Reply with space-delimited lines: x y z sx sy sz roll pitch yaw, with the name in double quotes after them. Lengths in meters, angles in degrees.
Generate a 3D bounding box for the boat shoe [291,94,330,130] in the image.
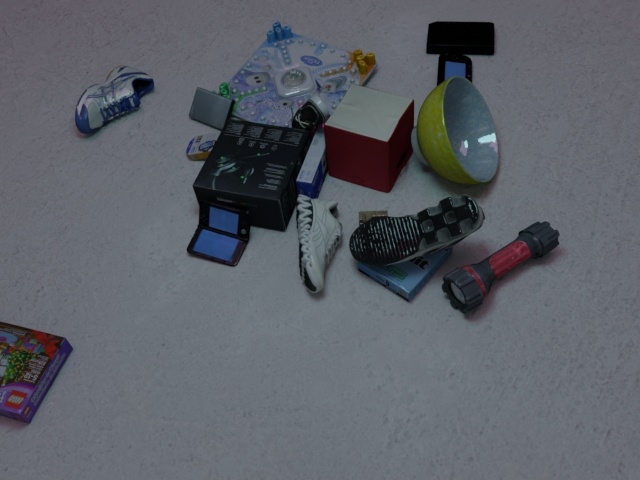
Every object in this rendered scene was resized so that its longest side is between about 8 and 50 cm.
-0.031 -0.331 1.923 0.070 0.219 0.078 -38 94 -11 "boat shoe"

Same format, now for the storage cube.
0.132 -0.277 1.911 0.215 0.193 0.184 20 56 20 "storage cube"

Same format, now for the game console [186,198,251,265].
-0.261 -0.021 1.812 0.144 0.124 0.085 16 33 11 "game console"

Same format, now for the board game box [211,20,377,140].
-0.083 -0.498 2.181 0.390 0.050 0.390 24 62 22 "board game box"

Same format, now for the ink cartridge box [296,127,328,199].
-0.013 -0.201 1.928 0.046 0.097 0.207 10 53 13 "ink cartridge box"

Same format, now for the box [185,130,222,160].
-0.324 -0.274 2.051 0.136 0.028 0.081 -7 48 26 "box"

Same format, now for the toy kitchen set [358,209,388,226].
0.135 -0.045 1.804 0.075 0.068 0.083 -2 52 5 "toy kitchen set"

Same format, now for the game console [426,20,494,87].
0.433 -0.562 2.199 0.213 0.044 0.361 3 53 9 "game console"

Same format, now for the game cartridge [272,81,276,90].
-0.108 -0.482 2.216 0.083 0.017 0.056 8 56 12 "game cartridge"

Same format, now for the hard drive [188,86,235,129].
-0.329 -0.398 2.135 0.135 0.022 0.094 24 102 24 "hard drive"

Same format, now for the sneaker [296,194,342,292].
0.000 0.000 1.768 0.118 0.110 0.292 0 51 -5 "sneaker"

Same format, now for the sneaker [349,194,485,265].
0.235 -0.008 1.695 0.330 0.146 0.122 -15 74 22 "sneaker"

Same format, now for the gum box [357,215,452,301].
0.209 0.042 1.744 0.157 0.041 0.184 32 60 28 "gum box"

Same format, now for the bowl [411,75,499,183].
0.334 -0.273 1.873 0.156 0.289 0.289 -14 42 38 "bowl"

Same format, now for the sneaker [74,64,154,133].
-0.630 -0.434 2.178 0.131 0.112 0.296 18 56 19 "sneaker"

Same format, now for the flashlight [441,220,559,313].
0.431 0.054 1.669 0.304 0.103 0.103 -30 53 -15 "flashlight"

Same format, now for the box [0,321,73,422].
-0.757 0.291 1.647 0.293 0.057 0.201 10 54 14 "box"

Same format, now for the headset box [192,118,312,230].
-0.176 -0.173 1.903 0.246 0.131 0.283 10 53 13 "headset box"
